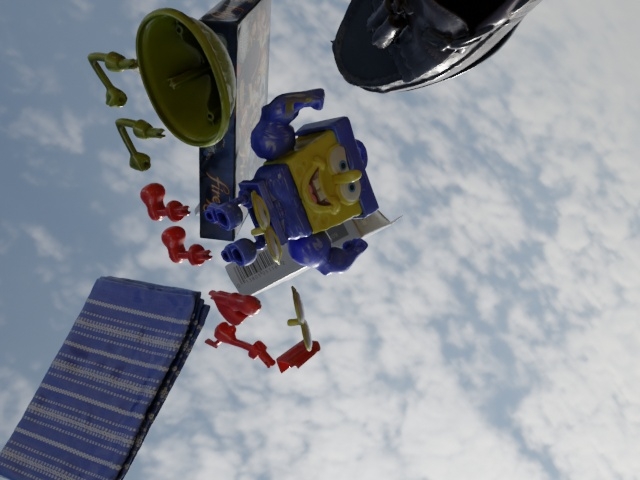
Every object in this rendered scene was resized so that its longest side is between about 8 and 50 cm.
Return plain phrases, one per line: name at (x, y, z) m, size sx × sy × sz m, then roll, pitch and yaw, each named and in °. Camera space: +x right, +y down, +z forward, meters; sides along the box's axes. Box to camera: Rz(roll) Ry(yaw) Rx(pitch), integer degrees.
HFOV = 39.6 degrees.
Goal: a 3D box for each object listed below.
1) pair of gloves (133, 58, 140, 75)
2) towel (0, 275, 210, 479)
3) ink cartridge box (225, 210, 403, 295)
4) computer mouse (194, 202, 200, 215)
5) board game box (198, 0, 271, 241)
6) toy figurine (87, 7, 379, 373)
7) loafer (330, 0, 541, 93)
pair of gloves at (-0.311, -0.399, 2.059) m, size 0.204 × 0.240 × 0.042 m, roll 17°, pitch -109°, yaw -77°
towel at (-0.317, 0.205, 1.270) m, size 0.040 × 0.243 × 0.336 m, roll 50°, pitch -123°, yaw -46°
ink cartridge box at (0.000, 0.000, 2.001) m, size 0.091 × 0.308 × 0.385 m, roll 62°, pitch -160°, yaw 1°
computer mouse at (-0.125, -0.109, 1.358) m, size 0.042 × 0.193 × 0.106 m, roll 35°, pitch -174°, yaw -8°
board game box at (-0.095, -0.144, 0.992) m, size 0.042 × 0.243 × 0.165 m, roll 7°, pitch -151°, yaw 6°
toy figurine at (-0.047, -0.076, 0.909) m, size 0.217 × 0.191 × 0.362 m, roll -32°, pitch -72°, yaw -36°
loafer at (0.095, -0.173, 0.520) m, size 0.095 × 0.303 × 0.109 m, roll -24°, pitch -92°, yaw -43°
